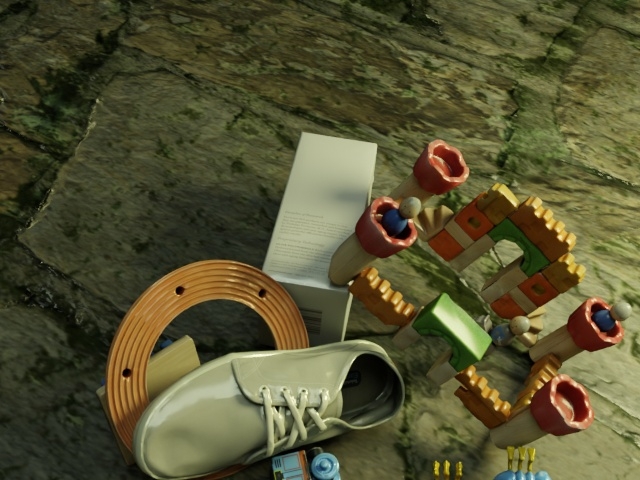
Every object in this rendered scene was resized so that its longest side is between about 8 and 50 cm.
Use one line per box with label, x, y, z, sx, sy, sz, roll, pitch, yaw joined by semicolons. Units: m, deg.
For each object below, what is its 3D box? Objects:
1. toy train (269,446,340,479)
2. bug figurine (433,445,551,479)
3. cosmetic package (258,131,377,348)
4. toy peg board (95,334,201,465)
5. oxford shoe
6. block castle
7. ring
toy train;-0.011;0.395;1.218;0.105;0.080;0.184;-13;53;-5
bug figurine;0.247;0.437;1.206;0.216;0.072;0.278;6;53;8
cosmetic package;0.000;0.000;1.486;0.155;0.196;0.365;9;47;3
toy peg board;-0.269;0.233;1.287;0.161;0.160;0.079;-32;42;-28
oxford shoe;-0.057;0.248;1.237;0.450;0.169;0.130;-10;15;-30
block castle;0.266;0.073;1.312;0.453;0.213;0.303;45;43;0
ring;-0.165;0.195;1.255;0.337;0.336;0.032;-30;21;-28
